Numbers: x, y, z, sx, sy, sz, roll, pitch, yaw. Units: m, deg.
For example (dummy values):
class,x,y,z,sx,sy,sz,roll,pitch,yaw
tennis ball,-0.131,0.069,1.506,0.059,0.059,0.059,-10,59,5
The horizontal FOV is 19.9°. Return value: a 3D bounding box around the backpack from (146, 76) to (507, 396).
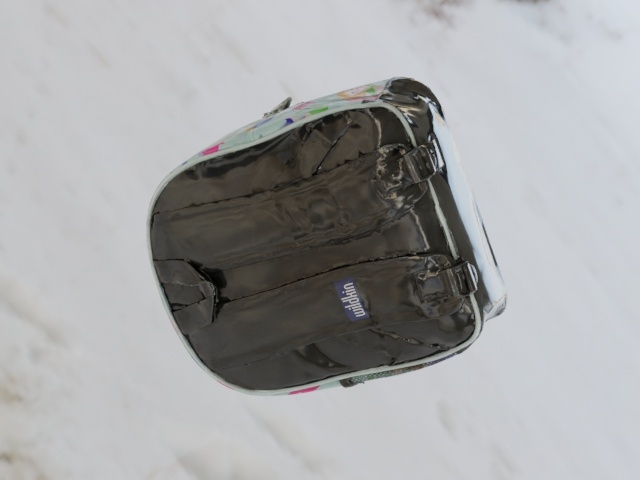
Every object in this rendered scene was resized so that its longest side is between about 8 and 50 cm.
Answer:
class,x,y,z,sx,sy,sz,roll,pitch,yaw
backpack,0.000,0.000,1.434,0.191,0.254,0.225,-47,117,-70
